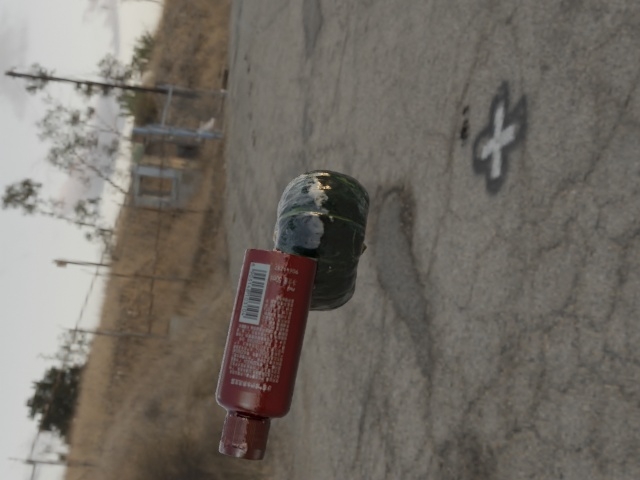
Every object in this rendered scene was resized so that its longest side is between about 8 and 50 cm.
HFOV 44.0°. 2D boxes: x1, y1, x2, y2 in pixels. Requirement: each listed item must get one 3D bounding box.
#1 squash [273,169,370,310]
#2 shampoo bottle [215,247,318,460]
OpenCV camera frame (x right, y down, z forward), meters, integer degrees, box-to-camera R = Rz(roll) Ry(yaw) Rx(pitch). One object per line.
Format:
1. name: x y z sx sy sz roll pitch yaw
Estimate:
1. squash: 0.000 0.000 1.387 0.252 0.165 0.252 -171 90 -85
2. shampoo bottle: -0.088 0.170 1.208 0.076 0.118 0.314 68 -148 -80
